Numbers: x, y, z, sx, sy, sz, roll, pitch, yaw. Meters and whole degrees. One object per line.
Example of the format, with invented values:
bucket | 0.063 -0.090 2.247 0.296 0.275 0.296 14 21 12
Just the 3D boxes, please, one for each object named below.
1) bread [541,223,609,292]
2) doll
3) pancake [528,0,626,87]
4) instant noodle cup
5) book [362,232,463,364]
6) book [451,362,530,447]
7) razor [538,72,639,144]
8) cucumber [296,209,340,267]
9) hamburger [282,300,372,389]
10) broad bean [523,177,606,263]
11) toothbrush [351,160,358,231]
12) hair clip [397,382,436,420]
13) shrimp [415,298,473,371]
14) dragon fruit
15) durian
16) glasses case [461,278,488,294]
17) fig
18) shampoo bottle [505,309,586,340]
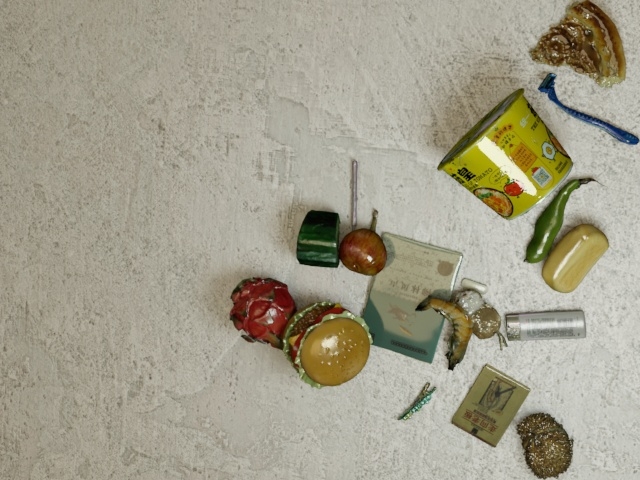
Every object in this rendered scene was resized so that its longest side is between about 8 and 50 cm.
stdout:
bread | 0.740 0.048 1.776 0.147 0.098 0.217 27 108 -32
doll | 0.501 0.242 1.867 0.221 0.115 0.105 41 64 15
pancake | 0.735 -0.550 1.742 0.245 0.057 0.265 -14 93 17
instant noodle cup | 0.533 -0.229 1.718 0.254 0.325 0.325 45 106 -3
book | 0.286 0.188 1.962 0.264 0.031 0.379 15 100 14
book | 0.542 0.529 1.932 0.161 0.026 0.230 29 103 11
razor | 0.776 -0.365 1.759 0.324 0.093 0.056 36 144 5
cucumber | -0.001 -0.004 1.949 0.130 0.191 0.191 5 98 6
hamburger | 0.030 0.334 1.901 0.275 0.212 0.274 -8 108 -27
broad bean | 0.705 -0.061 1.800 0.098 0.056 0.318 43 106 26
toothbrush | 0.117 -0.084 1.983 0.029 0.024 0.353 1 97 8
hair clip | 0.318 0.541 1.986 0.049 0.049 0.173 41 103 8
shrimp | 0.381 0.287 1.902 0.198 0.051 0.261 28 134 33
dragon fruit | -0.170 0.250 2.004 0.234 0.234 0.293 -34 96 16
durian | 0.667 0.614 1.816 0.167 0.196 0.196 -43 84 9
glasses case | 0.487 0.146 1.906 0.083 0.021 0.032 19 101 13
fig | 0.135 0.026 1.928 0.149 0.202 0.148 -15 119 13
shampoo bottle | 0.686 0.261 1.846 0.228 0.056 0.086 -6 94 16
